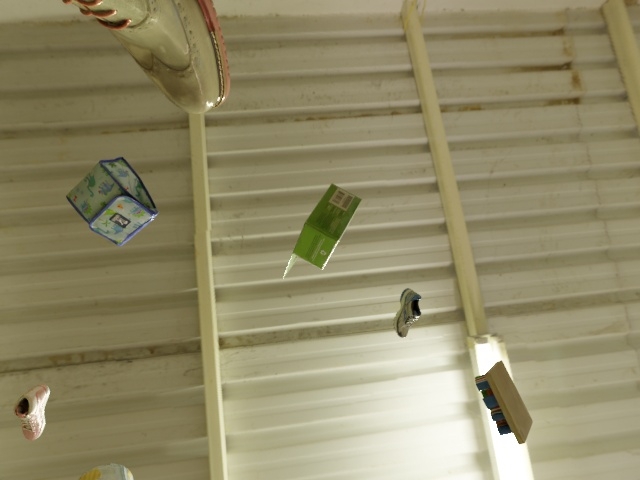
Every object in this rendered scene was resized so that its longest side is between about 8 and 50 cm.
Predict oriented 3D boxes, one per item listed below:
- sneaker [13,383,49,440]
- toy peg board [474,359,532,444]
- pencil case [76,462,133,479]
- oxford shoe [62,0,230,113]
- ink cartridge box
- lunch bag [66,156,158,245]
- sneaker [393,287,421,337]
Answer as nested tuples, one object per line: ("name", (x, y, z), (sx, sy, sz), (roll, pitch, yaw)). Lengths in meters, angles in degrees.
("sneaker", (-0.675, 0.406, 0.964), (0.051, 0.070, 0.134), (14, -86, 3))
("toy peg board", (0.428, 0.393, 1.015), (0.079, 0.160, 0.161), (-32, -109, 27))
("pencil case", (-0.333, 0.481, 0.657), (0.113, 0.273, 0.124), (20, -90, -35))
("oxford shoe", (-0.197, -0.227, 0.352), (0.123, 0.348, 0.130), (4, -121, 25))
("ink cartridge box", (0.000, 0.000, 1.151), (0.097, 0.255, 0.189), (28, -134, 4))
("lunch bag", (-0.437, -0.079, 0.895), (0.128, 0.096, 0.151), (-35, -81, 20))
("sneaker", (0.236, 0.199, 1.119), (0.052, 0.058, 0.135), (3, -81, -40))
